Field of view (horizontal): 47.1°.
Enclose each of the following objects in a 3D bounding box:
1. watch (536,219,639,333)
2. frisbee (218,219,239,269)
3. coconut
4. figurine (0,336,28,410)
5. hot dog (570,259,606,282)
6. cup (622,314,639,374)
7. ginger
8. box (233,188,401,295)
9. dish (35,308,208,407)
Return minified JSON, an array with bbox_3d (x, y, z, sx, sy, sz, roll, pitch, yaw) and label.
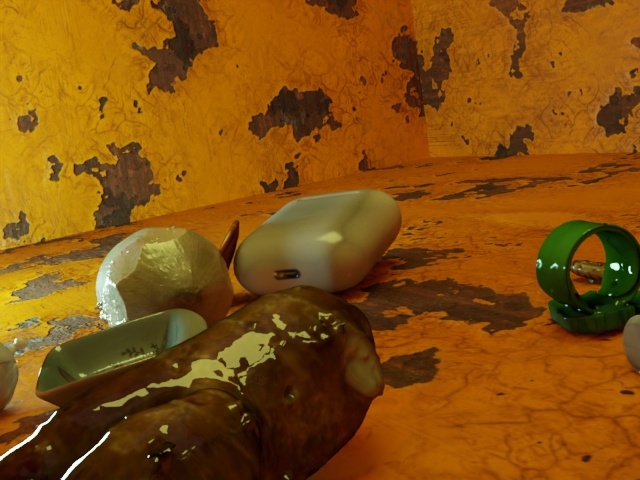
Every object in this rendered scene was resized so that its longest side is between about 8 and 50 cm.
[{"bbox_3d":[0.389,0.044,1.032,0.165,0.151,0.131,-13,9,-15],"label":"watch"},{"bbox_3d":[-0.198,0.050,1.457,0.035,0.192,0.192,26,10,-4],"label":"frisbee"},{"bbox_3d":[-0.254,0.078,1.200,0.224,0.224,0.234,-12,9,-18],"label":"coconut"},{"bbox_3d":[-0.539,0.199,1.019,0.257,0.181,0.144,-7,51,-31],"label":"figurine"},{"bbox_3d":[0.472,0.055,1.226,0.049,0.036,0.122,-2,10,-36],"label":"hot dog"},{"bbox_3d":[0.414,0.120,0.862,0.116,0.074,0.104,-8,-18,-17],"label":"cup"},{"bbox_3d":[-0.076,0.176,0.645,0.418,0.176,0.254,-23,21,-38],"label":"ginger"},{"bbox_3d":[0.000,0.001,1.512,0.289,0.141,0.349,-7,19,25],"label":"box"},{"bbox_3d":[-0.267,0.171,1.028,0.234,0.064,0.154,-19,19,-6],"label":"dish"}]
